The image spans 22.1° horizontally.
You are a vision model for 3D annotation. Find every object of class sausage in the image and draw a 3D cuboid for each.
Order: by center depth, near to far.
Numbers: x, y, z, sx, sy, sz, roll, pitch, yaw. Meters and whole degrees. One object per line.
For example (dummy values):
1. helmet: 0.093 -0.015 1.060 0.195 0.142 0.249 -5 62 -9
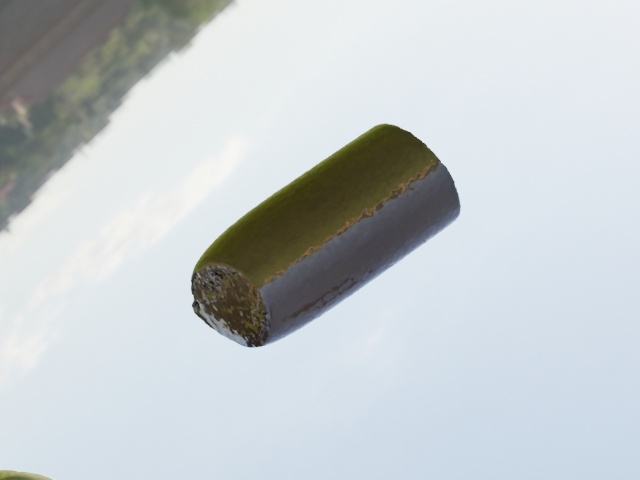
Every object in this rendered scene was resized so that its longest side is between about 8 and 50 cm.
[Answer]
1. sausage: 0.000 0.000 1.541 0.253 0.123 0.123 -36 -172 -19

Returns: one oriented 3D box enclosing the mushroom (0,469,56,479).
1. mushroom: -0.313 0.300 1.701 0.122 0.154 0.154 -56 -166 -20
